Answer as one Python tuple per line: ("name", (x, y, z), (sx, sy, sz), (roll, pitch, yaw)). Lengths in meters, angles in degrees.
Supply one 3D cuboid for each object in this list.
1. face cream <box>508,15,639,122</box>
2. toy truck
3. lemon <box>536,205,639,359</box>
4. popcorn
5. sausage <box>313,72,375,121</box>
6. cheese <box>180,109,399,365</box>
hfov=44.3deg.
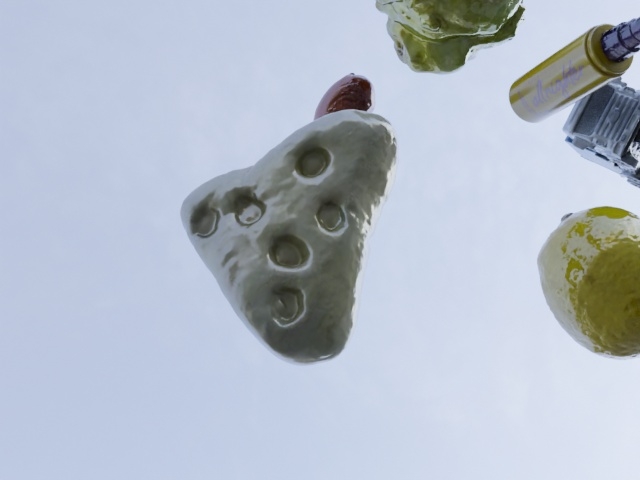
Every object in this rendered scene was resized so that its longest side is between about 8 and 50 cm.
("face cream", (0.370, -0.245, 1.096), (0.078, 0.273, 0.078), (5, -103, -20))
("toy truck", (0.583, -0.200, 1.512), (0.367, 0.175, 0.146), (14, -77, -60))
("lemon", (0.490, 0.073, 1.316), (0.234, 0.288, 0.233), (-30, -19, -11))
("popcorn", (0.215, -0.465, 1.380), (0.313, 0.312, 0.312), (-7, -66, -15))
("sausage", (0.028, -0.209, 1.352), (0.089, 0.089, 0.179), (40, -94, -28))
("cheese", (0.000, 0.000, 1.142), (0.351, 0.328, 0.129), (-27, -28, 1))
